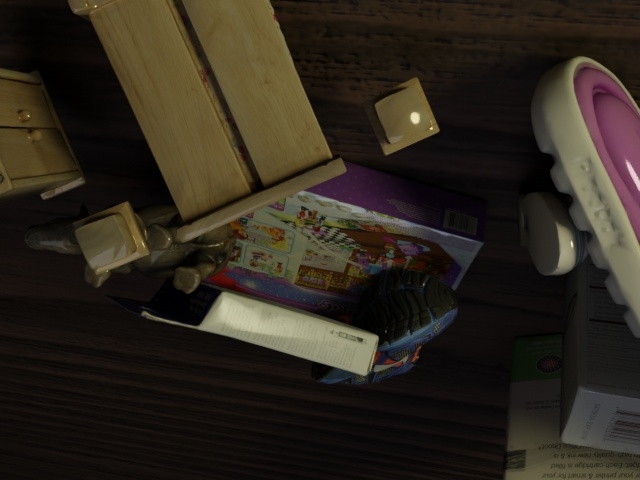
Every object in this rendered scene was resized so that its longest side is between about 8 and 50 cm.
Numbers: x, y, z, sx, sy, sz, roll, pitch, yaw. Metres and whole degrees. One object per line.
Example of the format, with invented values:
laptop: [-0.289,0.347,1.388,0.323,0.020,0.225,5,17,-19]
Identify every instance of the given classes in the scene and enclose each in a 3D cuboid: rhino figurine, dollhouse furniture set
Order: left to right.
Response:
rhino figurine: [-0.193,0.000,0.755,0.243,0.106,0.073,4,106,26]
dollhouse furniture set: [-0.130,-0.160,0.638,0.356,0.174,0.303,-22,97,3]

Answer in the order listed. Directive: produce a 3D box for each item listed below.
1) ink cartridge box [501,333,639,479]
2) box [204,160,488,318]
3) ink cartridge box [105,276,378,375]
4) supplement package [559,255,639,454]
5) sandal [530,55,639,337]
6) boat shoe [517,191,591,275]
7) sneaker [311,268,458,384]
ink cartridge box: [0.304,0.236,0.810,0.198,0.272,0.114,-9,136,29]
box: [0.000,0.000,0.802,0.293,0.057,0.201,17,142,-1]
ink cartridge box: [-0.089,0.074,0.779,0.224,0.045,0.223,18,174,-23]
supplement package: [0.283,0.092,0.715,0.105,0.179,0.105,6,141,12]
sandal: [0.299,0.039,0.558,0.102,0.169,0.416,-32,96,44]
boat shoe: [0.205,-0.009,0.645,0.063,0.066,0.184,-4,-178,8]
sneaker: [0.074,0.095,0.796,0.087,0.083,0.221,16,150,-23]
